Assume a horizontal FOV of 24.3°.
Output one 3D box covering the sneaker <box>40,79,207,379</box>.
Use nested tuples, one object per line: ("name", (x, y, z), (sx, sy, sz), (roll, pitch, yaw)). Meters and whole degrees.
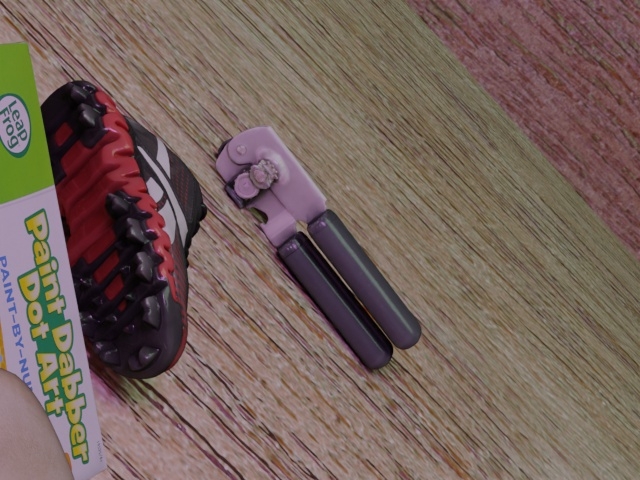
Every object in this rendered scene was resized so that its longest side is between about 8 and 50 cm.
("sneaker", (-0.139, -0.002, 1.147), (0.135, 0.097, 0.276), (29, 29, -45))

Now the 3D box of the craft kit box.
("craft kit box", (-0.205, 0.033, 0.728), (0.246, 0.061, 0.250), (-29, 111, -69))

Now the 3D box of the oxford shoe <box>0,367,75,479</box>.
("oxford shoe", (-0.087, 0.229, 0.638), (0.140, 0.146, 0.397), (-7, 76, -59))

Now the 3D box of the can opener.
("can opener", (0.000, 0.000, 1.501), (0.280, 0.074, 0.093), (53, 18, 1))
